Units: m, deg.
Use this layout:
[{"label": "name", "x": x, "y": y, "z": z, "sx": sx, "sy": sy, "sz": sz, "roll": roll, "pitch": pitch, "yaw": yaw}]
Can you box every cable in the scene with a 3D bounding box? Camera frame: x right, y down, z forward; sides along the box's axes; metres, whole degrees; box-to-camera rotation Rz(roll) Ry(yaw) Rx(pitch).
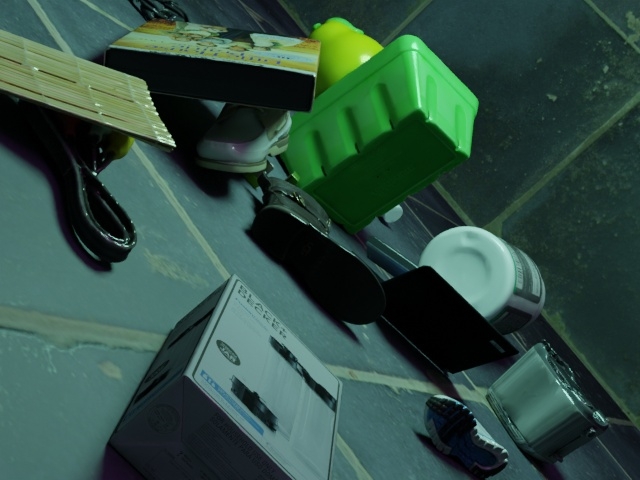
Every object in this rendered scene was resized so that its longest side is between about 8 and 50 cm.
[{"label": "cable", "x": -0.323, "y": -0.462, "z": 2.226, "sx": 0.150, "sy": 0.047, "sz": 0.184, "roll": 44, "pitch": 14, "yaw": 9}, {"label": "cable", "x": -0.252, "y": -0.093, "z": 1.208, "sx": 0.139, "sy": 0.072, "sz": 0.287, "roll": 36, "pitch": 15, "yaw": -31}]

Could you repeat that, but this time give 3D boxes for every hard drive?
[{"label": "hard drive", "x": 0.140, "y": 0.048, "z": 1.967, "sx": 0.135, "sy": 0.022, "sz": 0.094, "roll": 36, "pitch": -12, "yaw": 13}]

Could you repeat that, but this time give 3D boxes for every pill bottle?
[{"label": "pill bottle", "x": 0.350, "y": 0.095, "z": 2.367, "sx": 0.204, "sy": 0.204, "sz": 0.361, "roll": 52, "pitch": 13, "yaw": 22}, {"label": "pill bottle", "x": 0.142, "y": -0.095, "z": 2.589, "sx": 0.065, "sy": 0.065, "sz": 0.116, "roll": 33, "pitch": 19, "yaw": -48}]

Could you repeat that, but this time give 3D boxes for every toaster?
[{"label": "toaster", "x": 0.404, "y": 0.295, "z": 2.050, "sx": 0.129, "sy": 0.146, "sz": 0.227, "roll": 36, "pitch": 17, "yaw": -45}]

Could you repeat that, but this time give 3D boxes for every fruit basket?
[{"label": "fruit basket", "x": 0.089, "y": -0.254, "z": 2.195, "sx": 0.283, "sy": 0.392, "sz": 0.392, "roll": 39, "pitch": 15, "yaw": -35}]

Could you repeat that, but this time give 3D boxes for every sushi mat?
[{"label": "sushi mat", "x": -0.312, "y": -0.182, "z": 1.215, "sx": 0.316, "sy": 0.019, "sz": 0.151, "roll": 17, "pitch": 30, "yaw": -35}]

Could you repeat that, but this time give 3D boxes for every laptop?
[{"label": "laptop", "x": 0.188, "y": 0.104, "z": 1.944, "sx": 0.234, "sy": 0.136, "sz": 0.264, "roll": 43, "pitch": 13, "yaw": -19}]

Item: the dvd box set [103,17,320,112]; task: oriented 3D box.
[{"label": "dvd box set", "x": -0.155, "y": -0.286, "z": 1.788, "sx": 0.307, "sy": 0.062, "sz": 0.420, "roll": 8, "pitch": 17, "yaw": 0}]

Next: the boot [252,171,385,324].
[{"label": "boot", "x": 0.000, "y": 0.000, "z": 1.737, "sx": 0.263, "sy": 0.091, "sz": 0.229, "roll": 43, "pitch": 13, "yaw": -8}]

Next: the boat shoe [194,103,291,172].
[{"label": "boat shoe", "x": -0.117, "y": -0.175, "z": 1.731, "sx": 0.113, "sy": 0.103, "sz": 0.302, "roll": 11, "pitch": 17, "yaw": 8}]

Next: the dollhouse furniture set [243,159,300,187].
[{"label": "dollhouse furniture set", "x": -0.107, "y": -0.136, "z": 1.876, "sx": 0.152, "sy": 0.058, "sz": 0.076, "roll": 46, "pitch": 12, "yaw": -5}]

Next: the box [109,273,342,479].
[{"label": "box", "x": -0.071, "y": 0.151, "z": 1.018, "sx": 0.169, "sy": 0.087, "sz": 0.290, "roll": 46, "pitch": 12, "yaw": -7}]

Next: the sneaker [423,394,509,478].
[{"label": "sneaker", "x": 0.195, "y": 0.272, "z": 1.628, "sx": 0.191, "sy": 0.071, "sz": 0.083, "roll": 48, "pitch": 2, "yaw": -39}]
